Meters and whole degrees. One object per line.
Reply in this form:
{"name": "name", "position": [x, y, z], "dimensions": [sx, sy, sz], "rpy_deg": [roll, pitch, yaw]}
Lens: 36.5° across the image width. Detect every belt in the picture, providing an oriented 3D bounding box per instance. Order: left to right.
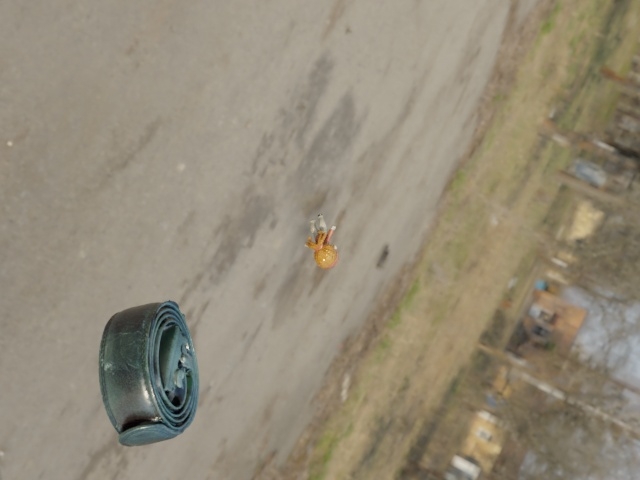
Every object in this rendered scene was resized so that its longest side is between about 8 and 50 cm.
{"name": "belt", "position": [-0.277, 0.218, 1.555], "dimensions": [0.267, 0.116, 0.206], "rpy_deg": [-82, 157, -62]}

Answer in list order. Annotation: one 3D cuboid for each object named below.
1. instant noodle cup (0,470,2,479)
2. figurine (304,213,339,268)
{"name": "instant noodle cup", "position": [-0.396, 0.243, 0.920], "dimensions": [0.217, 0.207, 0.217], "rpy_deg": [-19, 138, -18]}
{"name": "figurine", "position": [0.000, 0.000, 1.614], "dimensions": [0.064, 0.109, 0.047], "rpy_deg": [-32, 136, 19]}
